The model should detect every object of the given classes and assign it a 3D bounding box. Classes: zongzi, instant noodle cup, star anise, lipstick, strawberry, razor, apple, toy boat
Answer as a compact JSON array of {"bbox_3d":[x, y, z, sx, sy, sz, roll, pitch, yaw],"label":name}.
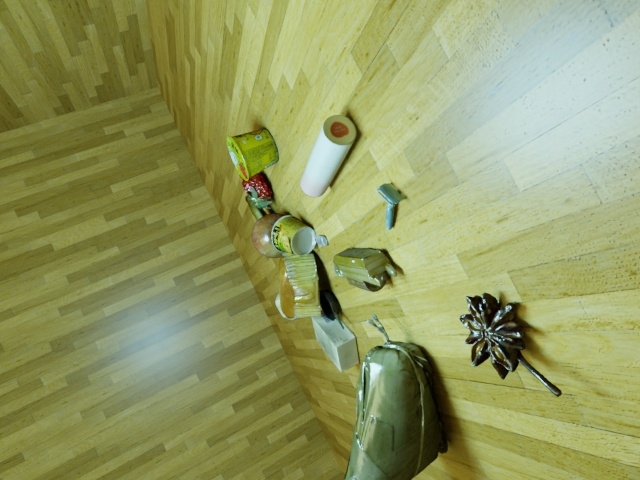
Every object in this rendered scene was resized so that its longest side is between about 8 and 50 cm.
[{"bbox_3d":[0.144,0.518,1.264,0.218,0.467,0.499,7,121,43],"label":"zongzi"},{"bbox_3d":[-0.094,-0.011,1.741,0.122,0.152,0.151,23,136,47],"label":"instant noodle cup"},{"bbox_3d":[0.353,0.211,0.898,0.177,0.074,0.233,112,147,-54],"label":"star anise"},{"bbox_3d":[0.013,-0.220,1.263,0.087,0.087,0.327,62,161,10],"label":"lipstick"},{"bbox_3d":[-0.280,-0.245,2.009,0.174,0.098,0.228,62,-179,-46],"label":"strawberry"},{"bbox_3d":[0.169,-0.071,1.120,0.068,0.040,0.135,53,162,34],"label":"razor"},{"bbox_3d":[-0.189,-0.021,1.894,0.188,0.188,0.174,67,159,-6],"label":"apple"},{"bbox_3d":[0.122,0.088,1.350,0.115,0.090,0.310,65,161,-9],"label":"toy boat"},{"bbox_3d":[-0.252,-0.335,1.738,0.182,0.144,0.182,53,159,31],"label":"instant noodle cup"}]

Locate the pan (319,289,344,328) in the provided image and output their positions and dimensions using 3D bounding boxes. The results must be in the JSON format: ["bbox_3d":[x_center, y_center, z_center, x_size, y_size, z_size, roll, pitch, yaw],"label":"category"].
[{"bbox_3d":[0.055,0.281,1.823,0.201,0.048,0.128,57,161,28],"label":"pan"}]

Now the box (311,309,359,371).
[{"bbox_3d":[0.060,0.407,1.896,0.212,0.095,0.168,44,150,48],"label":"box"}]

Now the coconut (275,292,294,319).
[{"bbox_3d":[-0.128,0.281,2.146,0.162,0.161,0.161,66,161,4],"label":"coconut"}]

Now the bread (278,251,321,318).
[{"bbox_3d":[-0.093,0.185,1.837,0.204,0.156,0.287,-112,16,-60],"label":"bread"}]

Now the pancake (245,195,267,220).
[{"bbox_3d":[-0.247,-0.072,2.092,0.376,0.054,0.197,58,-174,27],"label":"pancake"}]

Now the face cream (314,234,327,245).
[{"bbox_3d":[0.000,0.000,1.668,0.083,0.021,0.040,8,121,68],"label":"face cream"}]
